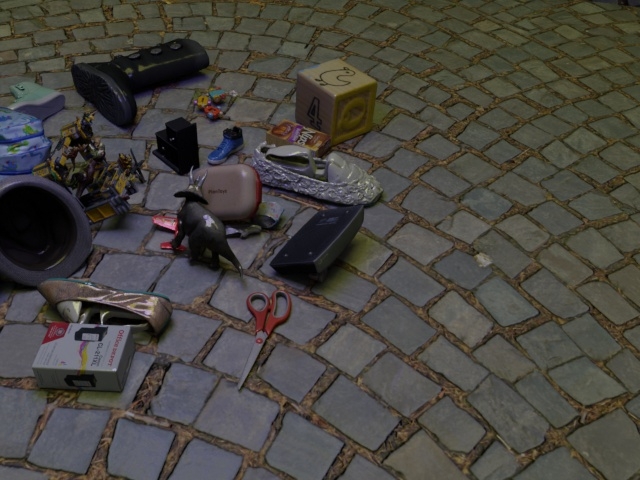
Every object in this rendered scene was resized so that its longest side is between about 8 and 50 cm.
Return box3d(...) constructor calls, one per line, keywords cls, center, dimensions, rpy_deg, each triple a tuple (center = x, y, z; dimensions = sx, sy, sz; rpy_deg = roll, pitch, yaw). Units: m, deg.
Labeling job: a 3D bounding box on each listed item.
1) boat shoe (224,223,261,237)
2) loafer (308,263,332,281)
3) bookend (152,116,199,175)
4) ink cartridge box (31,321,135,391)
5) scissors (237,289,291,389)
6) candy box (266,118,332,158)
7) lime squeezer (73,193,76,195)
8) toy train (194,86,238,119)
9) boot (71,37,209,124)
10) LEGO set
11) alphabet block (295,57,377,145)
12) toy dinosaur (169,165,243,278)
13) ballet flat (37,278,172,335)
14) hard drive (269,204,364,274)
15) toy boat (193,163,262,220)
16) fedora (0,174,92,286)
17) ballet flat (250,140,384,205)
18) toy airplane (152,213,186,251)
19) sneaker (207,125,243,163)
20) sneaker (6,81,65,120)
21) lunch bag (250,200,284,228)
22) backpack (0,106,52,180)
box3d(cls="boat shoe", center=(-0.209, -0.023, 1.742), dimensions=(0.100, 0.035, 0.035), rpy_deg=(1, 68, -10))
box3d(cls="loafer", center=(0.007, 0.054, 1.663), dimensions=(0.039, 0.045, 0.125), rpy_deg=(10, 44, 17))
box3d(cls="bookend", center=(-0.441, -0.305, 1.945), dimensions=(0.072, 0.157, 0.156), rpy_deg=(-30, 52, -33))
box3d(cls="ink cartridge box", center=(-0.497, 0.245, 1.376), dimensions=(0.174, 0.072, 0.128), rpy_deg=(3, 41, -1))
box3d(cls="scissors", center=(-0.125, 0.218, 1.478), dimensions=(0.108, 0.021, 0.297), rpy_deg=(4, 40, -3))
box3d(cls="candy box", center=(-0.068, -0.320, 2.076), dimensions=(0.186, 0.053, 0.109), rpy_deg=(24, 44, 19))
box3d(cls="lime squeezer", center=(-0.819, -0.087, 1.740), dimensions=(0.109, 0.059, 0.310), rpy_deg=(29, 46, 26))
box3d(cls="toy train", center=(-0.359, -0.464, 2.221), dimensions=(0.125, 0.046, 0.166), rpy_deg=(21, 47, 16))
box3d(cls="boot", center=(-0.580, -0.571, 2.264), dimensions=(0.445, 0.146, 0.367), rpy_deg=(-24, 50, -35))
box3d(cls="LEGO set", center=(-0.590, -0.201, 1.737), dimensions=(0.192, 0.255, 0.331), rpy_deg=(-19, 27, 14))
box3d(cls="alphabet block", center=(0.048, -0.458, 2.137), dimensions=(0.192, 0.194, 0.197), rpy_deg=(-28, 51, -29))
box3d(cls="toy dinosaur", center=(-0.296, -0.025, 1.617), dimensions=(0.120, 0.160, 0.314), rpy_deg=(-13, 51, -31))
box3d(cls="ballet flat", center=(-0.497, 0.157, 1.460), dimensions=(0.315, 0.108, 0.106), rpy_deg=(6, 55, 3))
box3d(cls="hard drive", center=(0.000, 0.000, 1.662), dimensions=(0.171, 0.054, 0.255), rpy_deg=(-6, 31, 40))
box3d(cls="toy boat", center=(-0.244, -0.124, 1.769), dimensions=(0.230, 0.151, 0.151), rpy_deg=(-1, -5, 28))
box3d(cls="fedora", center=(-0.708, -0.031, 1.573), dimensions=(0.124, 0.275, 0.244), rpy_deg=(14, 60, 49))
box3d(cls="ballet flat", center=(-0.015, -0.199, 1.883), dimensions=(0.408, 0.147, 0.147), rpy_deg=(11, 42, 6))
box3d(cls="toy airplane", center=(-0.378, -0.022, 1.725), dimensions=(0.151, 0.028, 0.151), rpy_deg=(7, 42, -7))
box3d(cls="sneaker", center=(-0.296, -0.301, 2.008), dimensions=(0.058, 0.085, 0.152), rpy_deg=(29, 47, 26))
box3d(cls="sneaker", center=(-0.971, -0.438, 2.095), dimensions=(0.151, 0.094, 0.256), rpy_deg=(23, 34, 12))
box3d(cls="lunch bag", center=(-0.147, -0.070, 1.783), dimensions=(0.083, 0.053, 0.071), rpy_deg=(4, 38, 15))
box3d(cls="backpack", center=(-0.916, -0.256, 1.793), dimensions=(0.355, 0.274, 0.290), rpy_deg=(33, 26, 15))
